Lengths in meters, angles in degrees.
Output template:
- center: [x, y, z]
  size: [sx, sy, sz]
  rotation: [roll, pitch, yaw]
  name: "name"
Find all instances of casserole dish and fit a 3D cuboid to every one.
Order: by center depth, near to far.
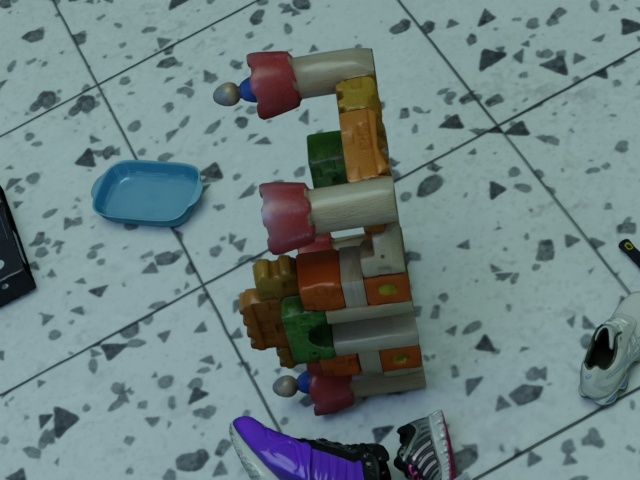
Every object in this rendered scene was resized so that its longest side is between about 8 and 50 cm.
- center: [-0.265, -0.069, 2.338]
  size: [0.188, 0.037, 0.114]
  rotation: [4, 56, 22]
  name: "casserole dish"

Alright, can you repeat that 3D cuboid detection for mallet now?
- center: [0.449, 0.063, 2.001]
  size: [0.062, 0.039, 0.190]
  rotation: [-35, 47, -13]
  name: "mallet"

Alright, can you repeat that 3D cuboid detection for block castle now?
- center: [0.000, 0.000, 1.935]
  size: [0.213, 0.453, 0.303]
  rotation: [-9, 52, 3]
  name: "block castle"

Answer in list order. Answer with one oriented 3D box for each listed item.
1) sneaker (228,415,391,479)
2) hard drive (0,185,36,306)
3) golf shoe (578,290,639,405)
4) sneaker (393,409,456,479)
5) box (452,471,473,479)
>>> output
- center: [0.014, 0.302, 1.928]
  size: [0.146, 0.102, 0.293]
  rotation: [-42, 59, -16]
  name: "sneaker"
- center: [-0.628, 0.055, 2.348]
  size: [0.339, 0.064, 0.237]
  rotation: [-26, 50, -3]
  name: "hard drive"
- center: [0.386, 0.125, 1.941]
  size: [0.069, 0.086, 0.176]
  rotation: [14, 58, 29]
  name: "golf shoe"
- center: [0.132, 0.293, 1.914]
  size: [0.075, 0.063, 0.170]
  rotation: [-13, 46, 9]
  name: "sneaker"
- center: [0.166, 0.377, 1.746]
  size: [0.114, 0.203, 0.103]
  rotation: [-30, 51, -7]
  name: "box"
